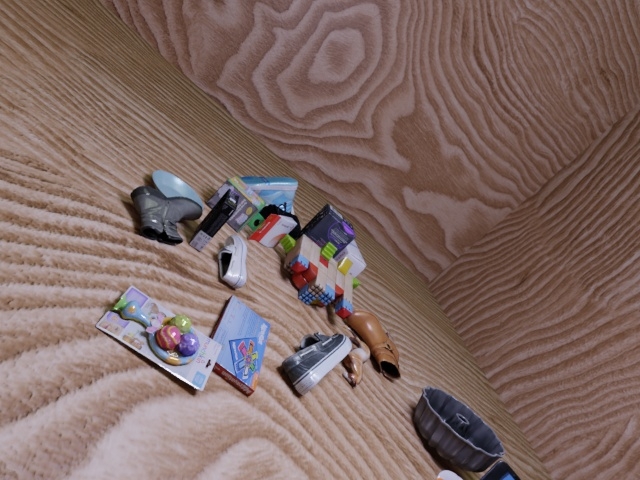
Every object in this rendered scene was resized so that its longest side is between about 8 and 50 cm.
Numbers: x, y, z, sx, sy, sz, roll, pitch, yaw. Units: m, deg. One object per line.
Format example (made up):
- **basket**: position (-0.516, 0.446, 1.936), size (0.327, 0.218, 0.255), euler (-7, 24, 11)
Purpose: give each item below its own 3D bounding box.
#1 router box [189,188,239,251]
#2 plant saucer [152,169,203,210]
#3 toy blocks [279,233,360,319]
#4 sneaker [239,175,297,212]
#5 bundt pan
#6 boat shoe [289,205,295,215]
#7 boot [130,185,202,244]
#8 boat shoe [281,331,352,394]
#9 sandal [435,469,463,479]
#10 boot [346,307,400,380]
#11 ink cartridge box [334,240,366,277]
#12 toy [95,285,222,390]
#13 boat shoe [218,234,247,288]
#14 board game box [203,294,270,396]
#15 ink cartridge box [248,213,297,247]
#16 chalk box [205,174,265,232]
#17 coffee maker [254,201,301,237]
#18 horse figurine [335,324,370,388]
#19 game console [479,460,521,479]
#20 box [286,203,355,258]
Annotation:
- **router box**: position (-0.323, -0.066, 1.272), size (0.046, 0.179, 0.133), euler (38, 16, -20)
- **plant saucer**: position (-0.476, -0.150, 1.363), size (0.195, 0.037, 0.195), euler (42, 16, -15)
- **toy blocks**: position (-0.006, 0.156, 1.619), size (0.381, 0.191, 0.261), euler (41, 26, -18)
- **sneaker**: position (-0.264, -0.181, 1.891), size (0.319, 0.208, 0.127), euler (-1, 27, -19)
- **bundt pan**: position (0.475, 0.682, 1.479), size (0.331, 0.124, 0.331), euler (30, 10, -6)
- **boat shoe**: position (-0.195, -0.175, 2.094), size (0.324, 0.097, 0.116), euler (-112, -166, -49)
- **boot**: position (-0.428, -0.051, 1.193), size (0.246, 0.083, 0.161), euler (17, 42, -58)
- **boat shoe**: position (-0.003, 0.324, 1.217), size (0.119, 0.121, 0.335), euler (52, 17, 9)
- **sandal**: position (0.324, 0.742, 1.112), size (0.102, 0.076, 0.265), euler (34, 33, 14)
- **boot**: position (0.212, 0.414, 1.649), size (0.283, 0.109, 0.220), euler (48, 17, -20)
- **ink cartridge box**: position (0.074, 0.082, 1.924), size (0.117, 0.201, 0.278), euler (38, 17, -26)
- **toy**: position (-0.307, 0.185, 0.842), size (0.237, 0.056, 0.137), euler (35, 25, -12)
- **boat shoe**: position (-0.277, 0.048, 1.282), size (0.076, 0.083, 0.226), euler (36, 18, -38)
- **board game box**: position (-0.204, 0.252, 1.045), size (0.145, 0.027, 0.281), euler (40, 15, -12)
- **ink cartridge box**: position (-0.186, -0.036, 1.639), size (0.045, 0.145, 0.179), euler (48, 15, 15)
- **chalk box**: position (-0.303, -0.126, 1.591), size (0.213, 0.132, 0.132), euler (44, 15, -9)
- **coffee maker**: position (-0.164, -0.077, 1.772), size (0.178, 0.171, 0.120), euler (23, 66, -53)
- **horse figurine**: position (0.112, 0.394, 1.461), size (0.174, 0.066, 0.263), euler (43, 16, 14)
- **game console**: position (0.591, 0.881, 1.249), size (0.293, 0.173, 0.250), euler (49, 15, 17)
- **box**: position (0.000, 0.000, 1.804), size (0.165, 0.270, 0.143), euler (41, 15, -16)
